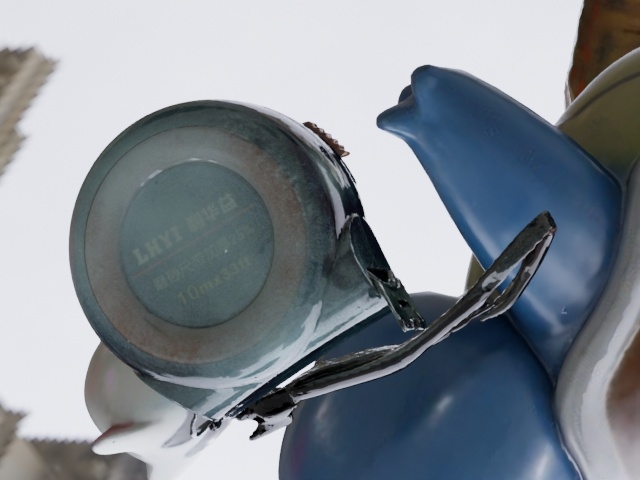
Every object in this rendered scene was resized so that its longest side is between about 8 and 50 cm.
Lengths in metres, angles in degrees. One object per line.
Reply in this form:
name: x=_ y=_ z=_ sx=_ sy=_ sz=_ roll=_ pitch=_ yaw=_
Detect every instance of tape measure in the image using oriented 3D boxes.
tape measure: x=-0.003 y=0.002 z=0.693 sx=0.104 sy=0.107 sz=0.180 roll=-36 pitch=166 yaw=30

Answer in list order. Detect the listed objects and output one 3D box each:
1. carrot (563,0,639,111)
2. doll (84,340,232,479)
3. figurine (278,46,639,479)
carrot: x=0.235 y=-0.174 z=1.320 sx=0.114 sy=0.301 sz=0.114 roll=8 pitch=-168 yaw=-2
doll: x=-0.096 y=0.053 z=1.231 sx=0.107 sy=0.110 sz=0.180 roll=-16 pitch=-117 yaw=25
figurine: x=0.164 y=0.001 z=0.874 sx=0.416 sy=0.298 sz=0.243 roll=-21 pitch=-107 yaw=-1
